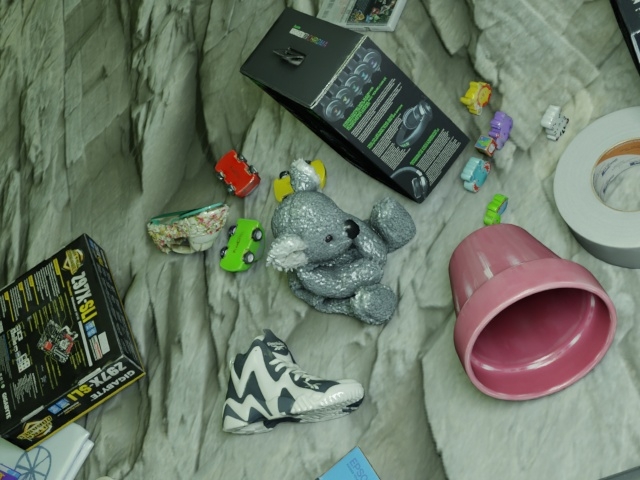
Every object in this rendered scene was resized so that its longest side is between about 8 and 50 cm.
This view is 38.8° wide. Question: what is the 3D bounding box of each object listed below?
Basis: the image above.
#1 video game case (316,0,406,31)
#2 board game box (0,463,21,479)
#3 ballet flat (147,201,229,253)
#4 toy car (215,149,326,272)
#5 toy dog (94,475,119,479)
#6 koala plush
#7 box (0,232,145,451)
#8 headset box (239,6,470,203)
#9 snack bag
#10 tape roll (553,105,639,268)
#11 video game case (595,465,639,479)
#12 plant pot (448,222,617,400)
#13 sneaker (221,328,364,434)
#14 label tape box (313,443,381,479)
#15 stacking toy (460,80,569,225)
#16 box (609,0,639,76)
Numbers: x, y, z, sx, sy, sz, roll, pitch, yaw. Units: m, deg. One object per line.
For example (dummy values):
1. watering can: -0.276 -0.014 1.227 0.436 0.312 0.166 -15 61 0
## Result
1. video game case: 0.094 -0.475 1.702 0.173 0.022 0.190 11 70 35
2. board game box: -0.596 0.520 1.383 0.078 0.233 0.347 28 84 -6
3. ballet flat: -0.219 -0.018 1.564 0.241 0.091 0.077 -6 102 57
4. toy car: -0.108 -0.042 1.561 0.239 0.053 0.224 9 69 35
5. toy dog: -0.415 0.513 1.354 0.334 0.161 0.220 -36 67 11
6. koala plush: 0.000 0.000 1.364 0.203 0.221 0.196 2 66 32
7. box: -0.472 0.174 1.622 0.257 0.079 0.322 -33 49 2
8. headset box: 0.044 -0.214 1.383 0.131 0.283 0.246 -53 38 0
9. snack bag: -0.585 0.425 1.600 0.343 0.037 0.323 18 74 36
10. tape roll: 0.435 -0.074 1.240 0.219 0.072 0.219 -14 58 23
11. video game case: 0.390 0.276 0.957 0.275 0.248 0.035 -24 53 18
12. plant pot: 0.257 0.079 1.198 0.201 0.201 0.180 -34 36 11
13. sneaker: -0.048 0.197 1.364 0.235 0.094 0.153 -21 63 32
14. label tape box: 0.001 0.469 1.176 0.334 0.106 0.240 -40 52 4
15. stacking toy: 0.257 -0.134 1.399 0.167 0.052 0.221 27 82 40
16. box: 0.563 -0.344 1.190 0.343 0.179 0.312 -21 36 19
